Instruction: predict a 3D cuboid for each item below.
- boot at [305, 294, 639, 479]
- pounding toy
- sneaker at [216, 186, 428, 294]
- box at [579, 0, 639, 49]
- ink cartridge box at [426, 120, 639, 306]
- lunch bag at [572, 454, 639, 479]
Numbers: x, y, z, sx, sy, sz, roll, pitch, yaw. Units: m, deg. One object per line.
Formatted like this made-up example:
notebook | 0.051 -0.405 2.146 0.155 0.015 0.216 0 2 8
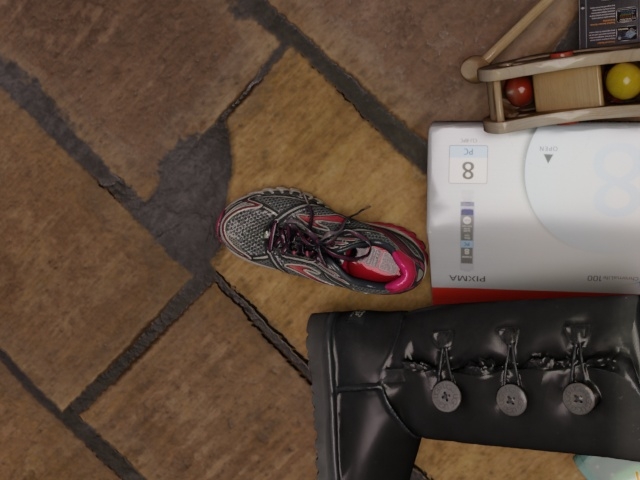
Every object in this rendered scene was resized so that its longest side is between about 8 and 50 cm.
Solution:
boot | 0.218 0.253 1.186 0.444 0.146 0.367 -6 100 21
pounding toy | 0.272 -0.217 1.095 0.269 0.154 0.155 1 107 36
sneaker | 0.000 0.000 1.248 0.299 0.112 0.121 11 100 10
box | 0.432 -0.280 1.103 0.231 0.056 0.183 3 100 40
ink cartridge box | 0.296 0.034 1.209 0.308 0.091 0.385 1 97 11
lunch bag | 0.489 0.299 1.178 0.262 0.160 0.223 44 104 -4
